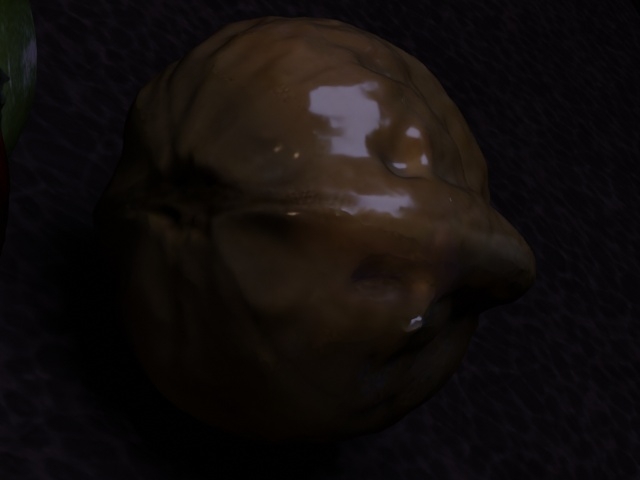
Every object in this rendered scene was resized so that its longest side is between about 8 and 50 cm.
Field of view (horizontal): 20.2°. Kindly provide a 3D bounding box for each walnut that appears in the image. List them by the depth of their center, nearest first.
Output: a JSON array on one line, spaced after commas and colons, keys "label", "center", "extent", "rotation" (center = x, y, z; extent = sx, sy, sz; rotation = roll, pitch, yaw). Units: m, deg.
[{"label": "walnut", "center": [-0.006, -0.010, 1.508], "extent": [0.383, 0.383, 0.383], "rotation": [33, 28, -20]}]

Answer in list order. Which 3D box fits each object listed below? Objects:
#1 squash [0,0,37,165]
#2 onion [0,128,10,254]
[{"label": "squash", "center": [-0.327, -0.157, 1.321], "extent": [0.310, 0.310, 0.309], "rotation": [40, 24, -7]}, {"label": "onion", "center": [-0.351, -0.028, 1.043], "extent": [0.341, 0.341, 0.341], "rotation": [33, 28, -20]}]
